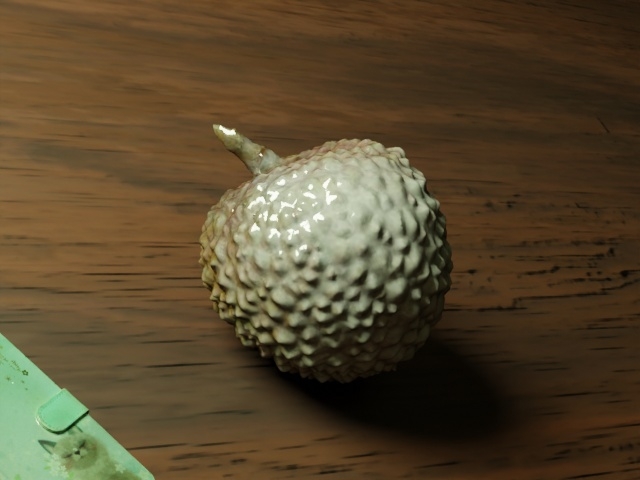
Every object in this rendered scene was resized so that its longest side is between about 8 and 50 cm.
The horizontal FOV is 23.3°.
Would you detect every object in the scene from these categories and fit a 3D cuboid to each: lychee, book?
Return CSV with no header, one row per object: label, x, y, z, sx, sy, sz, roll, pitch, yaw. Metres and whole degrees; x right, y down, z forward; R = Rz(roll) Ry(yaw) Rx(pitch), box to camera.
lychee,0.000,0.000,1.014,0.165,0.165,0.197,-35,99,-56
book,-0.165,0.112,0.859,0.135,0.017,0.103,41,34,9
